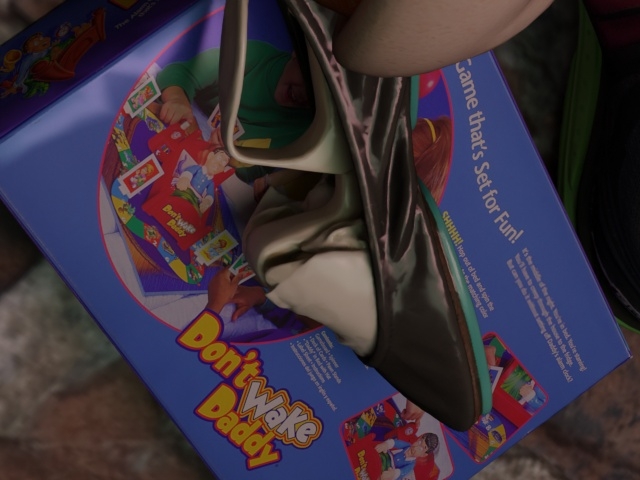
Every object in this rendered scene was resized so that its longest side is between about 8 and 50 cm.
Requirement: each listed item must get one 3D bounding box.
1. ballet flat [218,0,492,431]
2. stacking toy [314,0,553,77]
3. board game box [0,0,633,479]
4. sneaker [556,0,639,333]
[{"bbox_3d":[0.007,-0.033,0.669,0.096,0.095,0.280,-16,112,-9],"label":"ballet flat"},{"bbox_3d":[-0.089,-0.290,0.426,0.480,0.350,0.350,25,104,-5],"label":"stacking toy"},{"bbox_3d":[0.000,0.000,0.781,0.233,0.078,0.347,-36,127,-7],"label":"board game box"},{"bbox_3d":[0.204,-0.129,0.744,0.185,0.202,0.482,-29,126,-13],"label":"sneaker"}]
